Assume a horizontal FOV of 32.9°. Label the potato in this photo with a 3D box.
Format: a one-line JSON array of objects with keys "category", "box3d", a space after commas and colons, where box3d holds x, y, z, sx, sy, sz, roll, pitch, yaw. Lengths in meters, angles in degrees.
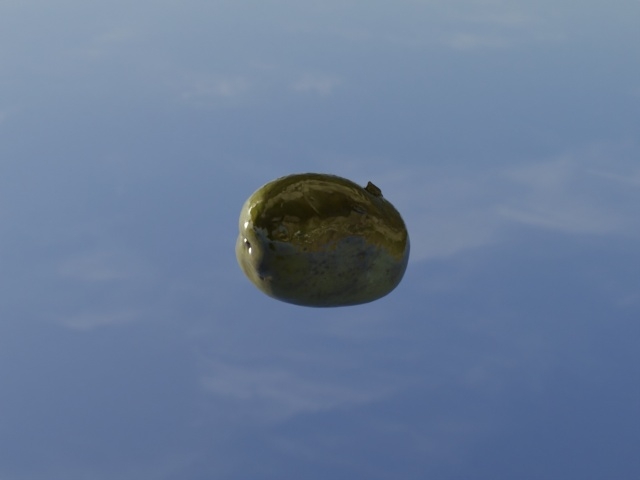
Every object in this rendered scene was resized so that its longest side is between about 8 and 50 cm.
[{"category": "potato", "box3d": [0.002, -0.001, 1.374, 0.228, 0.197, 0.149, -6, -121, -23]}]
